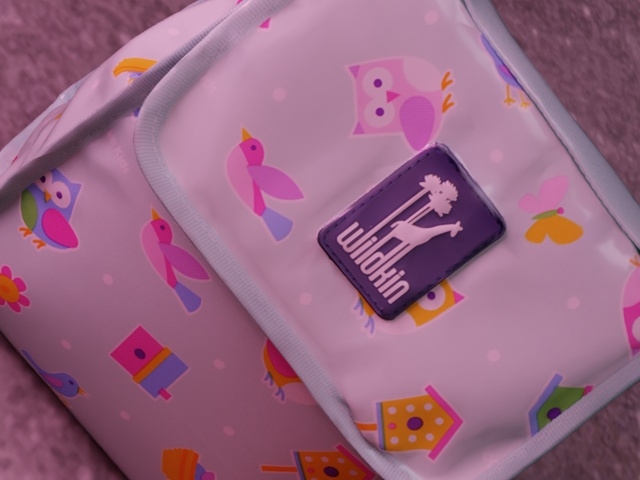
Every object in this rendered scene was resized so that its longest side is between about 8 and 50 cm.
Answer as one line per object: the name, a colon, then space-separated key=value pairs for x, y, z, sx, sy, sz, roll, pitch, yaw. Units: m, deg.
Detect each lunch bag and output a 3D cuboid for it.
lunch bag: x=0.000 y=0.000 z=0.757 sx=0.223 sy=0.262 sz=0.160 roll=52 pitch=42 yaw=-13
